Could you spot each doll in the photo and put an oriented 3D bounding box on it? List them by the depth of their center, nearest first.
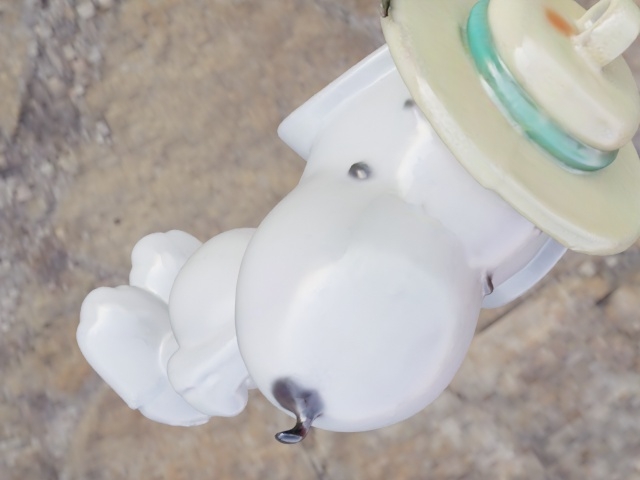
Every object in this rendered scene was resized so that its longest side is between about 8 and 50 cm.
[{"bbox_3d":[0.007,-0.012,0.783,0.144,0.271,0.208,45,75,-13],"label":"doll"}]
